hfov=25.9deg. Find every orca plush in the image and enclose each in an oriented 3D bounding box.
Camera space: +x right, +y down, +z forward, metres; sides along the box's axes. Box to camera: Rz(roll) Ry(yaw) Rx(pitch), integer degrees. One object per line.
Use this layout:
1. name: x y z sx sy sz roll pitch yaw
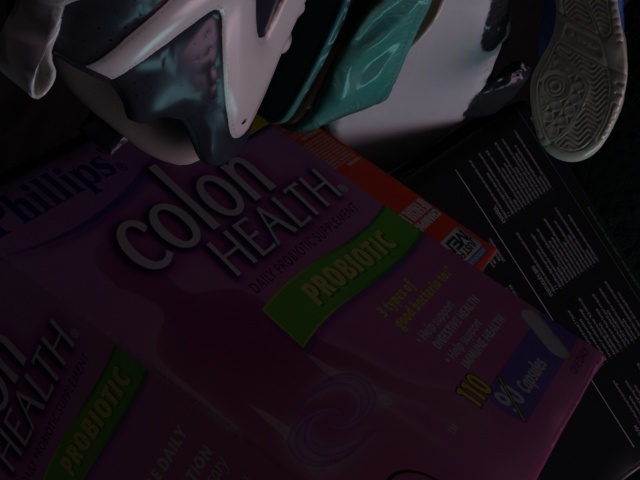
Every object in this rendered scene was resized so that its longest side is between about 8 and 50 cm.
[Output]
1. orca plush: 0.045 -0.149 0.835 0.151 0.102 0.287 -11 155 1

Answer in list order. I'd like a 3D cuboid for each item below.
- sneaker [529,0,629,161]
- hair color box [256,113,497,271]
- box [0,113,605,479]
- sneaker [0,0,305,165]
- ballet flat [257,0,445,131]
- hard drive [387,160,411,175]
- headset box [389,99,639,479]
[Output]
1. sneaker: 0.158 -0.125 0.826 0.084 0.058 0.152 -26 115 -69
2. hair color box: 0.000 0.000 0.760 0.093 0.167 0.053 -61 169 30
3. box: -0.027 0.064 0.615 0.117 0.243 0.213 -61 168 30
4. sneaker: -0.030 -0.102 0.491 0.153 0.094 0.235 -58 170 25
5. ballet flat: 0.037 -0.148 0.670 0.087 0.083 0.247 -18 155 -35
6. hard drive: 0.053 -0.085 1.077 0.255 0.054 0.172 -55 171 4
7. headset box: 0.073 0.088 0.935 0.283 0.246 0.131 -35 -176 -10
